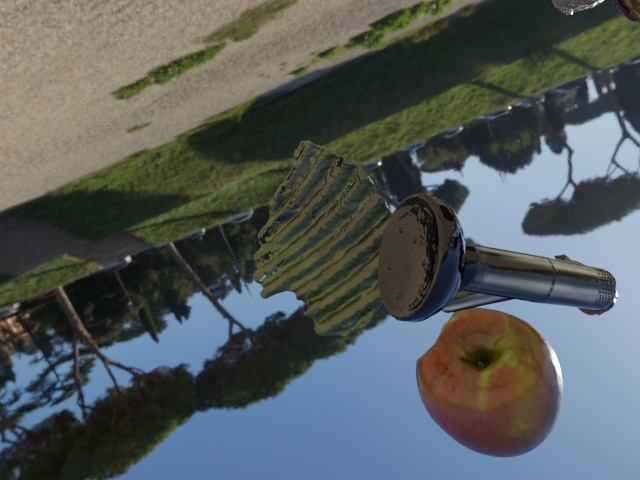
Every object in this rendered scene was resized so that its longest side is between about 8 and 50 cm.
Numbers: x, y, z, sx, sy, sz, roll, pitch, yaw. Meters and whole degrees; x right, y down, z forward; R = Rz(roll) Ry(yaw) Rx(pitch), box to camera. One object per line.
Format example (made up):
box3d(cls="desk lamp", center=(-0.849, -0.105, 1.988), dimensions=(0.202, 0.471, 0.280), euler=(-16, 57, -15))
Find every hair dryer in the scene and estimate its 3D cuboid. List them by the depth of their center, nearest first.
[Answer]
box3d(cls="hair dryer", center=(0.201, 0.082, 0.721), dimensions=(0.320, 0.156, 0.284), euler=(15, 145, -26))

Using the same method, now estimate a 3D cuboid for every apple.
box3d(cls="apple", center=(0.404, 0.344, 1.214), dimensions=(0.339, 0.340, 0.339), euler=(-23, -168, 5))

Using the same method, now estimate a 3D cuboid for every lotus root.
box3d(cls="lotus root", center=(0.705, 0.113, 1.348), dimensions=(0.094, 0.191, 0.108), euler=(20, 122, -46))

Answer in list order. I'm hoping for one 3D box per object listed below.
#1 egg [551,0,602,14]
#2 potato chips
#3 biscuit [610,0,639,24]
box3d(cls="egg", center=(0.421, -0.432, 0.807), dimensions=(0.140, 0.116, 0.118), euler=(-16, 162, -46))
box3d(cls="potato chips", center=(0.003, -0.008, 1.103), dimensions=(0.373, 0.389, 0.097), euler=(35, -155, 27))
box3d(cls="biscuit", center=(0.509, -0.442, 0.742), dimensions=(0.040, 0.318, 0.318), euler=(-36, -168, 3))
